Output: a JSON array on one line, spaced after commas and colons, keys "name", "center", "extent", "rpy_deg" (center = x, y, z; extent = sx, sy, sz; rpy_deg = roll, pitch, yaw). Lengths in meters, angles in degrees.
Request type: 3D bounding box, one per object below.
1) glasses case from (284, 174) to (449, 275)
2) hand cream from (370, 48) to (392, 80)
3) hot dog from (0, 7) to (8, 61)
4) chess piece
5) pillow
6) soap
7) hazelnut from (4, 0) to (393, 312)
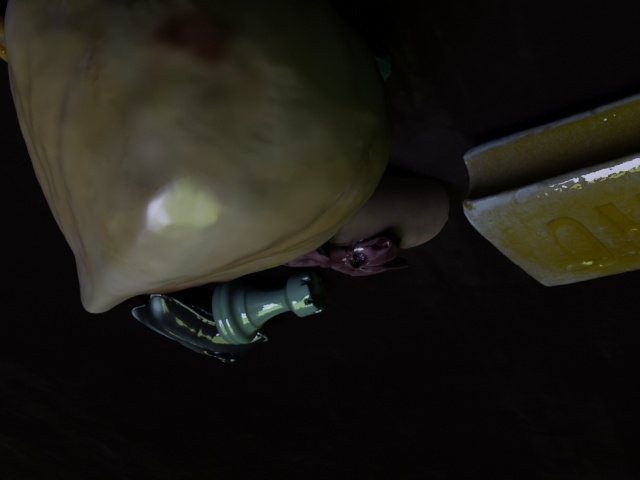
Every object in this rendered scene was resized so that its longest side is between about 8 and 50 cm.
[{"name": "glasses case", "center": [0.000, 0.000, 0.872], "extent": [0.194, 0.070, 0.102], "rpy_deg": [3, 146, -24]}, {"name": "hand cream", "center": [-0.026, -0.083, 0.839], "extent": [0.083, 0.048, 0.224], "rpy_deg": [19, 143, -15]}, {"name": "hot dog", "center": [-0.253, -0.169, 0.764], "extent": [0.056, 0.041, 0.133], "rpy_deg": [2, 155, 29]}, {"name": "chess piece", "center": [-0.048, 0.061, 1.064], "extent": [0.103, 0.067, 0.067], "rpy_deg": [-15, 142, 22]}, {"name": "pillow", "center": [-0.126, 0.087, 1.139], "extent": [0.136, 0.055, 0.091], "rpy_deg": [26, -179, -17]}, {"name": "soap", "center": [0.237, -0.042, 0.787], "extent": [0.232, 0.073, 0.140], "rpy_deg": [-16, 145, 36]}, {"name": "hazelnut", "center": [-0.080, -0.065, 0.662], "extent": [0.261, 0.241, 0.261], "rpy_deg": [40, 170, 8]}]
